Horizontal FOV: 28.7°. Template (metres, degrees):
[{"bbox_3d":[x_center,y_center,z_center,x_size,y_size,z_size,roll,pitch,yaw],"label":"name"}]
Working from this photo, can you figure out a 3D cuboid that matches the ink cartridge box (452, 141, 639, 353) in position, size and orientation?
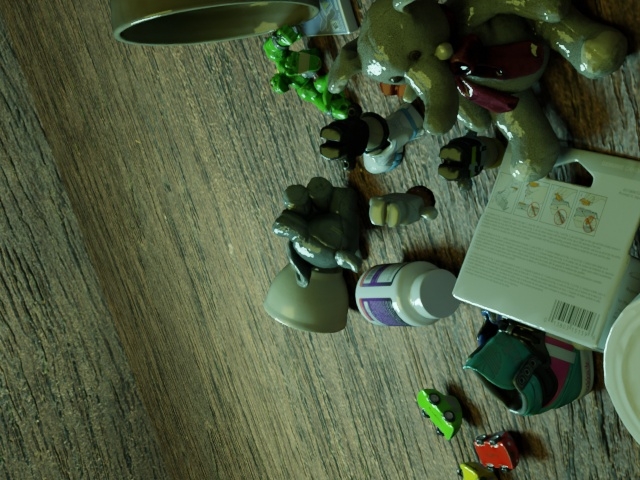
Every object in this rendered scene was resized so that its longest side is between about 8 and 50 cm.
[{"bbox_3d":[0.316,0.001,1.638,0.275,0.060,0.239,20,89,53],"label":"ink cartridge box"}]

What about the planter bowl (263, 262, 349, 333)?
[{"bbox_3d":[-0.016,0.091,2.348,0.162,0.162,0.109,36,119,44],"label":"planter bowl"}]

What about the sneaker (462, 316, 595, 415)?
[{"bbox_3d":[0.281,0.128,1.767,0.124,0.178,0.296,20,130,54],"label":"sneaker"}]

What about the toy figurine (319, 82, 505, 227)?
[{"bbox_3d":[0.131,-0.136,1.782,0.213,0.148,0.209,-42,79,30],"label":"toy figurine"}]

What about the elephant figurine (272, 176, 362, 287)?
[{"bbox_3d":[0.000,0.000,2.248,0.169,0.186,0.239,12,155,3],"label":"elephant figurine"}]

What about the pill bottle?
[{"bbox_3d":[0.148,0.089,2.066,0.193,0.108,0.108,-6,109,64],"label":"pill bottle"}]

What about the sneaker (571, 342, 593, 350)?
[{"bbox_3d":[0.407,0.126,1.641,0.092,0.087,0.228,61,157,-1],"label":"sneaker"}]

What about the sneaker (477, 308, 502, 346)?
[{"bbox_3d":[0.278,0.160,1.913,0.083,0.087,0.221,35,143,46],"label":"sneaker"}]

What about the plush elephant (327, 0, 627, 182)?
[{"bbox_3d":[0.164,-0.233,1.538,0.330,0.255,0.272,58,149,15],"label":"plush elephant"}]

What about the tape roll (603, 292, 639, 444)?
[{"bbox_3d":[0.475,0.156,1.437,0.286,0.100,0.286,23,130,31],"label":"tape roll"}]

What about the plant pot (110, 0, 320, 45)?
[{"bbox_3d":[-0.177,-0.465,1.913,0.323,0.323,0.280,-6,93,63],"label":"plant pot"}]

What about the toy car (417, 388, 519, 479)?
[{"bbox_3d":[0.255,0.340,2.173,0.225,0.053,0.239,51,152,24],"label":"toy car"}]

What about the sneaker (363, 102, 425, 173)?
[{"bbox_3d":[0.092,-0.152,1.971,0.071,0.083,0.191,56,155,10],"label":"sneaker"}]

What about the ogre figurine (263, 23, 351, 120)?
[{"bbox_3d":[-0.026,-0.276,2.058,0.197,0.097,0.118,27,179,-31],"label":"ogre figurine"}]

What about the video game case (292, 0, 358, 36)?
[{"bbox_3d":[-0.024,-0.424,1.992,0.183,0.023,0.201,12,125,59],"label":"video game case"}]
